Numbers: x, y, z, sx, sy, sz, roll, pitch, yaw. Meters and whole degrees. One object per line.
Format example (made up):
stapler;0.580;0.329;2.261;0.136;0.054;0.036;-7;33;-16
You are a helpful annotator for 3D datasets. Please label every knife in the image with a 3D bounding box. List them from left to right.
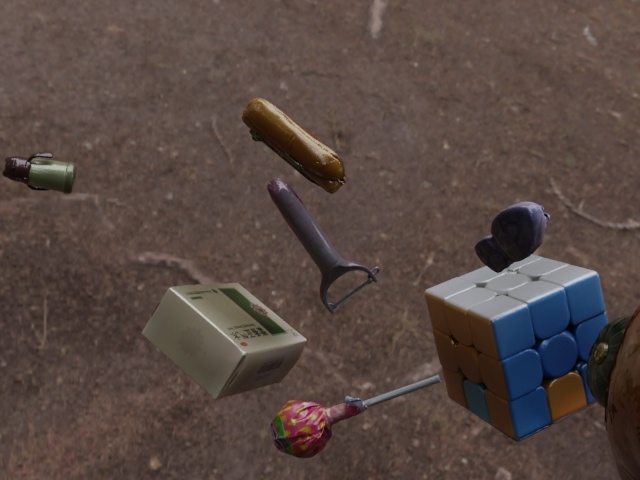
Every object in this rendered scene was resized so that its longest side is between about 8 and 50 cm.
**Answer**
knife;0.000;0.000;1.669;0.123;0.278;0.053;-38;25;-6

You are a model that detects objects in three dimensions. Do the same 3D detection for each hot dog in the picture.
hot dog;-0.052;-0.176;1.751;0.249;0.100;0.068;39;75;21

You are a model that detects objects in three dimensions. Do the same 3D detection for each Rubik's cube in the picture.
Rubik's cube;0.446;0.223;2.089;0.290;0.292;0.291;-21;17;-19

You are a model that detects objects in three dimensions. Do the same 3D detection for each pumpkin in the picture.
pumpkin;0.511;0.202;1.539;0.125;0.167;0.167;12;42;2

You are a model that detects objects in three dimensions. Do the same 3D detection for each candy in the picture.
candy;0.071;0.342;1.890;0.365;0.124;0.124;-21;43;12

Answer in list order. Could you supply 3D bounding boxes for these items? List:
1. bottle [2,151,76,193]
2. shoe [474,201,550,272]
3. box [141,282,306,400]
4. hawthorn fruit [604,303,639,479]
bottle;-0.408;-0.101;1.360;0.101;0.063;0.047;11;12;-11
shoe;0.387;-0.026;1.770;0.137;0.245;0.095;-38;80;-18
box;-0.144;0.152;1.456;0.168;0.095;0.212;39;15;19
hawthorn fruit;0.488;0.197;1.015;0.403;0.403;0.403;9;42;-8
